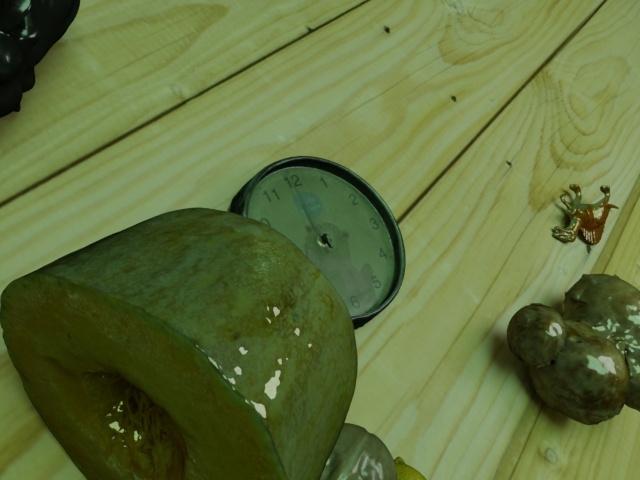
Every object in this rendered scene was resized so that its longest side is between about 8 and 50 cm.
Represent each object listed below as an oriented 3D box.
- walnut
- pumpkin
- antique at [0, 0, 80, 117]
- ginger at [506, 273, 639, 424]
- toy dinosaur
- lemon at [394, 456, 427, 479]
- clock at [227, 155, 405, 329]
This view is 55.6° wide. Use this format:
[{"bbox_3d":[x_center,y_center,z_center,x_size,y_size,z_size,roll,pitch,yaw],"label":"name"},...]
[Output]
[{"bbox_3d":[0.014,0.287,0.687,0.140,0.140,0.162,44,40,-2],"label":"walnut"},{"bbox_3d":[-0.112,0.124,0.584,0.332,0.332,0.199,49,46,2],"label":"pumpkin"},{"bbox_3d":[-0.431,-0.291,0.715,0.255,0.185,0.322,28,49,-13],"label":"antique"},{"bbox_3d":[0.439,0.180,0.986,0.304,0.155,0.244,-10,71,-35],"label":"ginger"},{"bbox_3d":[0.567,-0.046,1.257,0.212,0.057,0.142,15,69,-22],"label":"toy dinosaur"},{"bbox_3d":[0.099,0.323,0.749,0.082,0.082,0.110,26,51,-16],"label":"lemon"},{"bbox_3d":[0.000,0.000,0.890,0.281,0.055,0.280,14,58,-24],"label":"clock"}]
